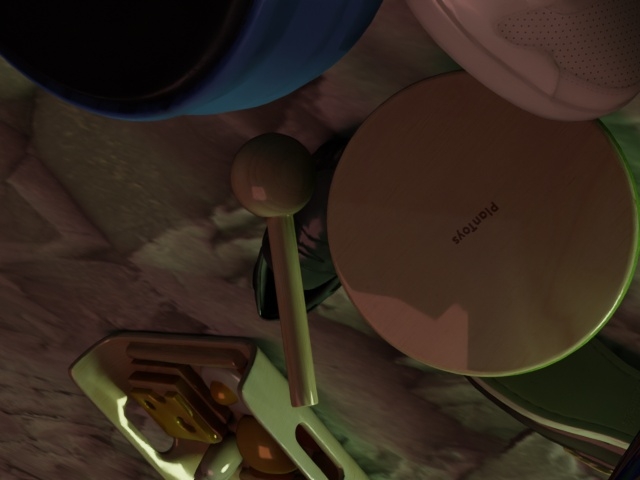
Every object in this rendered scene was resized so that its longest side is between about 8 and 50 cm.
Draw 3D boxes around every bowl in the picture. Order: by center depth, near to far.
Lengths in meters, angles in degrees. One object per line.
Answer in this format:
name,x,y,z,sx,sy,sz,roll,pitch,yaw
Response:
bowl,-0.117,-0.238,0.847,0.391,0.077,0.391,30,134,36

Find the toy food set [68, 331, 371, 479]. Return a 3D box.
toy food set,-0.094,0.195,1.666,0.306,0.092,0.220,-1,135,52

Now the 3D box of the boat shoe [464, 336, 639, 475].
boat shoe,0.191,0.118,1.190,0.228,0.081,0.068,23,147,23

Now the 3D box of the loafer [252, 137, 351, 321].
loafer,0.000,0.000,1.243,0.076,0.078,0.223,36,154,3

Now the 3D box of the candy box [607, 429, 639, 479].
candy box,0.226,0.077,0.808,0.122,0.317,0.268,34,154,9

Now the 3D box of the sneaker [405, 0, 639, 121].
sneaker,0.100,-0.174,0.801,0.292,0.108,0.169,51,155,-22

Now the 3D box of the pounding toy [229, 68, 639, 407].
pounding toy,0.079,-0.012,1.075,0.237,0.110,0.183,-14,97,16
